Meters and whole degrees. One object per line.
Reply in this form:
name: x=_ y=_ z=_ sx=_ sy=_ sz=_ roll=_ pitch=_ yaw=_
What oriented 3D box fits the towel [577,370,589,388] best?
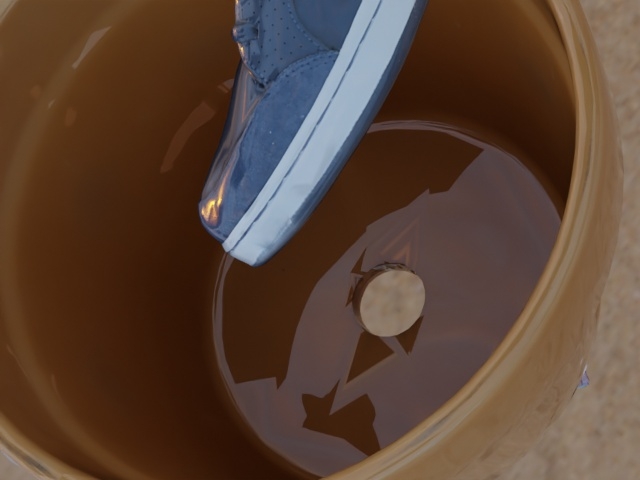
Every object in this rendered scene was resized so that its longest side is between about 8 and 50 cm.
towel: x=0.119 y=0.060 z=1.173 sx=0.060 sy=0.009 sz=0.083 roll=-16 pitch=116 yaw=15

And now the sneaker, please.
sneaker: x=-0.033 y=-0.120 z=0.615 sx=0.163 sy=0.086 sz=0.226 roll=23 pitch=92 yaw=-5

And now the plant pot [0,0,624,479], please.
plant pot: x=0.000 y=0.000 z=0.862 sx=0.291 sy=0.291 sz=0.203 roll=16 pitch=167 yaw=25

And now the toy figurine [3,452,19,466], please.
toy figurine: x=-0.112 y=0.192 z=1.255 sx=0.213 sy=0.148 sz=0.209 roll=12 pitch=96 yaw=46
